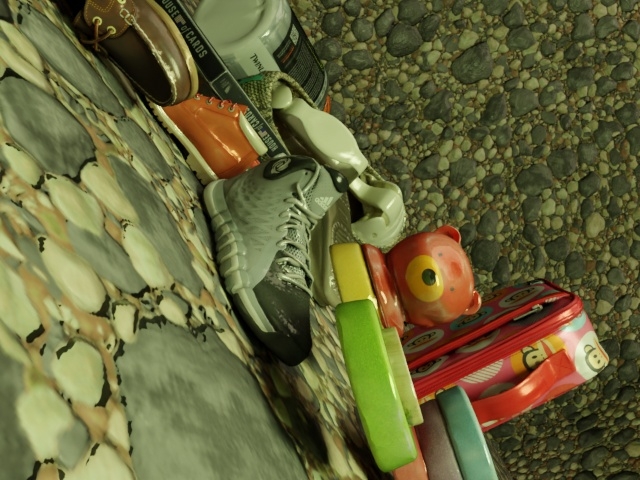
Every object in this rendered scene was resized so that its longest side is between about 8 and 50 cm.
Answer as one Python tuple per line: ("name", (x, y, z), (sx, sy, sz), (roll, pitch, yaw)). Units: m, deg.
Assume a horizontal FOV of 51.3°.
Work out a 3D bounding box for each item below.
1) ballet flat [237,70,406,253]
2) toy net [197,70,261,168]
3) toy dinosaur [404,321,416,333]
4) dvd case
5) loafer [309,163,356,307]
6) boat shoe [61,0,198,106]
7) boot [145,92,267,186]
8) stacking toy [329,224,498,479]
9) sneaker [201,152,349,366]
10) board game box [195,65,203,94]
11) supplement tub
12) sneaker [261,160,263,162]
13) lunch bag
("ballet flat", (0.035, -0.108, 1.187), (0.483, 0.164, 0.182), (45, -27, -24))
("toy net", (-0.117, -0.127, 0.916), (0.232, 0.045, 0.122), (56, 8, -3))
("toy dinosaur", (0.217, 0.127, 1.504), (0.164, 0.218, 0.322), (58, 6, 9))
("dvd case", (-0.120, -0.199, 0.833), (0.179, 0.029, 0.239), (55, 3, 23))
("loafer", (0.000, 0.000, 1.012), (0.102, 0.092, 0.269), (48, 27, -38))
("boat shoe", (-0.193, -0.203, 0.588), (0.207, 0.073, 0.073), (54, 44, -9))
("boot", (-0.123, -0.135, 0.694), (0.158, 0.084, 0.059), (54, 8, -19))
("stacking toy", (0.110, 0.143, 0.590), (0.279, 0.130, 0.309), (-73, 146, -83))
("sneaker", (-0.024, -0.007, 0.601), (0.086, 0.132, 0.229), (51, 8, -49))
("board game box", (-0.210, -0.278, 0.947), (0.124, 0.039, 0.259), (59, 3, 13))
("supplement tub", (-0.110, -0.365, 1.399), (0.207, 0.207, 0.338), (62, 7, 32))
("sneaker", (-0.072, -0.155, 1.313), (0.235, 0.090, 0.095), (59, -8, -29))
("lunch bag", (0.205, 0.164, 0.857), (0.120, 0.293, 0.258), (62, 5, -4))
